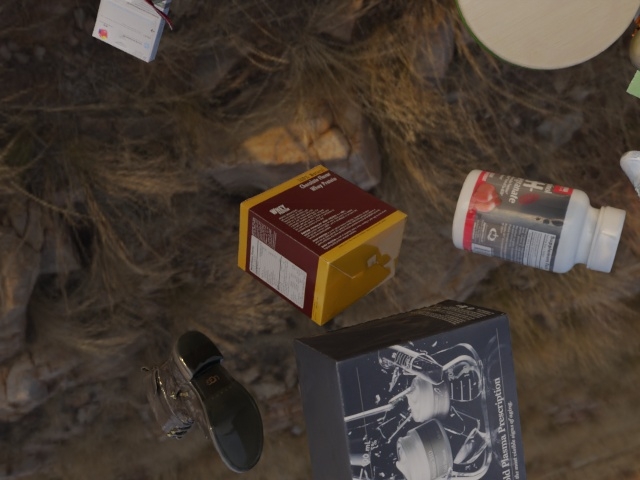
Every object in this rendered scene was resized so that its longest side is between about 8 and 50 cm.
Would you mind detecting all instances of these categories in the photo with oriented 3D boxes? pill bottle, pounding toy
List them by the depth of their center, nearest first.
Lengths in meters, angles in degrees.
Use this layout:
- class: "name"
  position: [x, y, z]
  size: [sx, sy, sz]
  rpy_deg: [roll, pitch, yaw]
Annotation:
- class: "pounding toy"
  position: [0.250, -0.258, 0.735]
  size: [0.236, 0.183, 0.110]
  rpy_deg: [6, -176, 3]
- class: "pill bottle"
  position: [0.448, -0.033, 1.474]
  size: [0.318, 0.176, 0.176]
  rpy_deg: [14, 156, 21]

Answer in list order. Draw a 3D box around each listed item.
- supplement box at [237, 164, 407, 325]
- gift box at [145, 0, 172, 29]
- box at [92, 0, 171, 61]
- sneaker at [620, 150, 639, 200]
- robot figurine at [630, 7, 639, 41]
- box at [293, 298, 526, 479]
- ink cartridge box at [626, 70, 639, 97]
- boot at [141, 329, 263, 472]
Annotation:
- class: "supplement box"
  position: [0.000, 0.000, 1.160]
  size: [0.191, 0.194, 0.129]
  rpy_deg: [-30, 141, -39]
- class: "gift box"
  position: [-0.172, -0.425, 0.868]
  size: [0.258, 0.276, 0.255]
  rpy_deg: [-19, -174, 0]
- class: "box"
  position: [-0.413, -0.511, 1.576]
  size: [0.145, 0.038, 0.186]
  rpy_deg: [25, 118, 2]
- class: "sneaker"
  position: [0.486, -0.065, 1.026]
  size: [0.061, 0.152, 0.054]
  rpy_deg: [-38, 174, -25]
- class: "robot figurine"
  position: [0.701, -0.467, 1.357]
  size: [0.211, 0.291, 0.085]
  rpy_deg: [26, 158, 5]
- class: "box"
  position: [0.149, 0.303, 1.168]
  size: [0.312, 0.343, 0.179]
  rpy_deg: [-12, -172, -22]
- class: "ink cartridge box"
  position: [0.678, -0.286, 1.240]
  size: [0.235, 0.056, 0.171]
  rpy_deg: [20, 104, -18]
- class: "boot"
  position: [-0.210, 0.291, 1.209]
  size: [0.091, 0.263, 0.229]
  rpy_deg: [-16, 159, -38]
